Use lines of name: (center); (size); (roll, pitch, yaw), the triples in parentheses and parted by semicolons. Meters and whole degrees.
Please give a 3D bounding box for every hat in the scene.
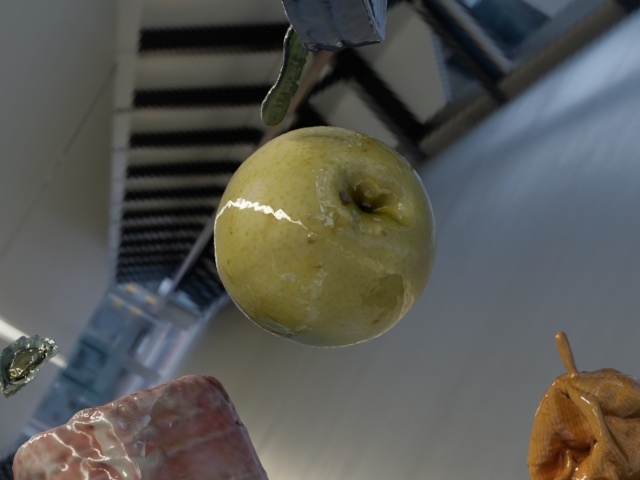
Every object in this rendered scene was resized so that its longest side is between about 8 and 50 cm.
hat: (0.318, 0.212, 1.581); (0.233, 0.233, 0.244); (-32, 15, -35)

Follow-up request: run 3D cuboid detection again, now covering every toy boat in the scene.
toy boat: (0.000, -0.239, 0.981); (0.283, 0.078, 0.127); (63, -147, -70)

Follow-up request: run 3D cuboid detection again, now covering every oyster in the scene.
oyster: (-0.445, 0.189, 2.017); (0.098, 0.100, 0.037); (-119, 17, -44)

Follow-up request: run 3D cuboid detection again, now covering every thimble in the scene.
thimble: (-0.169, 0.242, 1.283); (0.239, 0.162, 0.239); (-22, -15, -6)

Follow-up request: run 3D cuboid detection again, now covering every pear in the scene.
pear: (0.000, 0.000, 1.761); (0.309, 0.309, 0.309); (-58, 6, 9)

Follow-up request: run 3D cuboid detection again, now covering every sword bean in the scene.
sword bean: (-0.028, -0.240, 1.590); (0.038, 0.043, 0.269); (-21, -32, -36)
